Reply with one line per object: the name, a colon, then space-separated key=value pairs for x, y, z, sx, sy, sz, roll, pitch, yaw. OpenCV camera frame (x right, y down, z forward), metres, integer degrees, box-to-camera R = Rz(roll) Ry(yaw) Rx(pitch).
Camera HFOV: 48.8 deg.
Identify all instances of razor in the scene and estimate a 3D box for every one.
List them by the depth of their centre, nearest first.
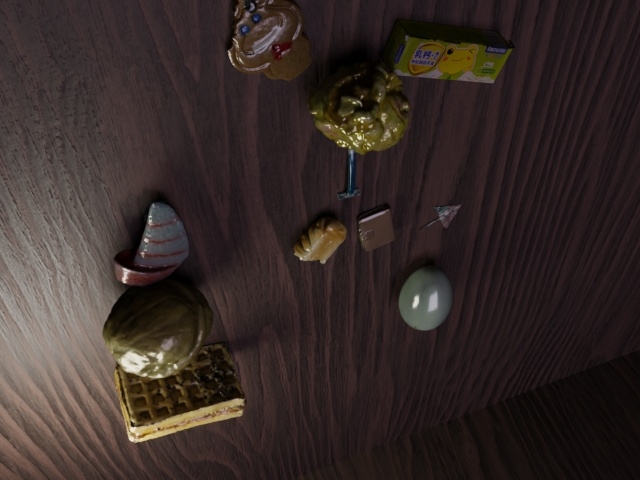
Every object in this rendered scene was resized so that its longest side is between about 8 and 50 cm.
razor: x=0.085 y=-0.184 z=1.956 sx=0.068 sy=0.037 sz=0.191 roll=-14 pitch=141 yaw=-13

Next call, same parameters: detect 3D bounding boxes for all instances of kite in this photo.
kite: x=0.390 y=-0.073 z=2.287 sx=0.157 sy=0.011 sz=0.139 roll=-31 pitch=140 yaw=6

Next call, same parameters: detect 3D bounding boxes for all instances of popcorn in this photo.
popcorn: x=0.100 y=-0.317 z=1.659 sx=0.259 sy=0.259 sz=0.212 roll=43 pitch=70 yaw=-51

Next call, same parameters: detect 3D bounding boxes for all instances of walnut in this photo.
walnut: x=-0.449 y=0.241 z=1.963 sx=0.277 sy=0.253 sz=0.282 roll=-26 pitch=152 yaw=10

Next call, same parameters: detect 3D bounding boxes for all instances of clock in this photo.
clock: x=-0.415 y=-0.062 z=1.828 sx=0.085 sy=0.017 sz=0.085 roll=-16 pitch=141 yaw=-13

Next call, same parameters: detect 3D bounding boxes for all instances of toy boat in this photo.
toy boat: x=-0.423 y=-0.002 z=1.833 sx=0.206 sy=0.096 sz=0.282 roll=-5 pitch=137 yaw=-33

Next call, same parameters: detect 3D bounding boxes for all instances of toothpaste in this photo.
toothpaste: x=0.314 y=-0.461 z=1.730 sx=0.328 sy=0.077 sz=0.110 roll=-3 pitch=139 yaw=-27

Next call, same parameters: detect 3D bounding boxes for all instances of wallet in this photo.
wallet: x=0.171 y=-0.037 z=2.178 sx=0.118 sy=0.038 sz=0.152 roll=-22 pitch=139 yaw=-9

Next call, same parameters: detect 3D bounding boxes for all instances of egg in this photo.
egg: x=0.367 y=0.199 z=2.449 sx=0.183 sy=0.183 sz=0.264 roll=-10 pitch=134 yaw=-20

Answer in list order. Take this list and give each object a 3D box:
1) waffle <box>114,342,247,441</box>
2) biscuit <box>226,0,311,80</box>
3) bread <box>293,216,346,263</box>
waffle: x=-0.446 y=0.480 z=2.249 sx=0.376 sy=0.261 sz=0.114 roll=-8 pitch=134 yaw=-22
biscuit: x=-0.124 y=-0.459 z=1.510 sx=0.183 sy=0.047 sz=0.319 roll=-25 pitch=141 yaw=-6
bread: x=0.000 y=0.000 z=2.085 sx=0.119 sy=0.084 sz=0.177 roll=18 pitch=124 yaw=-44
